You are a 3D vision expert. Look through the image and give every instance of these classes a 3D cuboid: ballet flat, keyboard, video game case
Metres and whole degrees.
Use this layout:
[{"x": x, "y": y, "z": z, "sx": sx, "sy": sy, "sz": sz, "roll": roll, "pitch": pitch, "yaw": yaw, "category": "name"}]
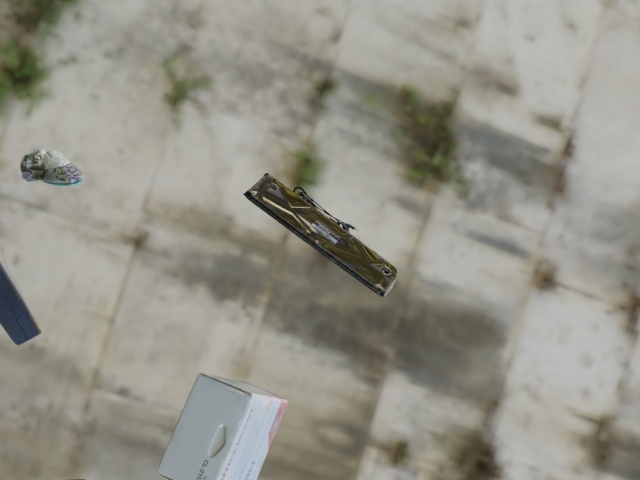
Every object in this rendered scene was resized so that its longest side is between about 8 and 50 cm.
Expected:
[{"x": -0.305, "y": -0.083, "z": 2.092, "sx": 0.114, "sy": 0.041, "sz": 0.041, "roll": 8, "pitch": -100, "yaw": 53, "category": "ballet flat"}, {"x": 0.000, "y": 0.000, "z": 2.070, "sx": 0.038, "sy": 0.192, "sz": 0.100, "roll": -54, "pitch": 176, "yaw": 27, "category": "keyboard"}, {"x": -0.358, "y": -0.062, "z": 1.743, "sx": 0.035, "sy": 0.275, "sz": 0.248, "roll": -29, "pitch": -122, "yaw": -6, "category": "video game case"}]

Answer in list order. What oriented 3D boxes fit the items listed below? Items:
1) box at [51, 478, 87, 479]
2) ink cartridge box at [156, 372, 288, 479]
[{"x": -0.215, "y": 0.252, "z": 1.597, "sx": 0.062, "sy": 0.052, "sz": 0.083, "roll": -8, "pitch": -119, "yaw": 37, "category": "box"}, {"x": -0.110, "y": 0.224, "z": 2.142, "sx": 0.127, "sy": 0.072, "sz": 0.175, "roll": -67, "pitch": 165, "yaw": -2, "category": "ink cartridge box"}]
